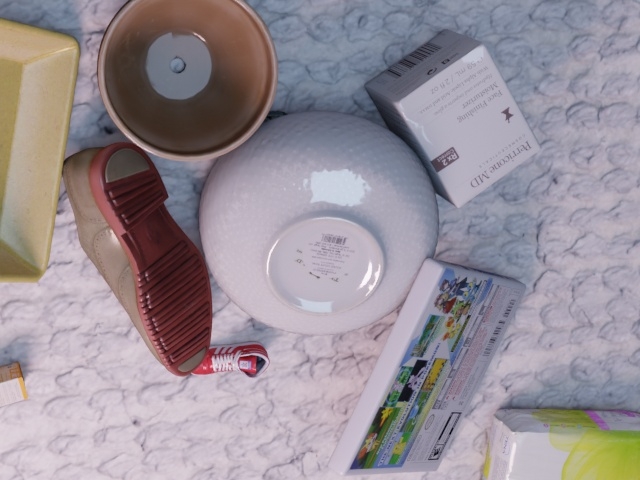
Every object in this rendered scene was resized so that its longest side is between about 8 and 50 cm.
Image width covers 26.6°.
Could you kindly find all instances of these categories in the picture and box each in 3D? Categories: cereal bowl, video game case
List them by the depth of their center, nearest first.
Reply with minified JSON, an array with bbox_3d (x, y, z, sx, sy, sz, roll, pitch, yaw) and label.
[{"bbox_3d":[0.000,0.000,1.860,0.338,0.141,0.339,-1,123,-2],"label":"cereal bowl"},{"bbox_3d":[0.162,0.192,1.984,0.300,0.036,0.329,13,104,-58],"label":"video game case"}]

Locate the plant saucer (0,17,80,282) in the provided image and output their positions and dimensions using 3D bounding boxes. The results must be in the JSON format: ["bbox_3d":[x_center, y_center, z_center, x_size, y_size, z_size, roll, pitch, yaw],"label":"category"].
[{"bbox_3d":[-0.455,-0.118,1.687,0.333,0.081,0.333,4,97,-61],"label":"plant saucer"}]

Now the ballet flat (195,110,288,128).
[{"bbox_3d":[-0.120,-0.147,1.878,0.188,0.070,0.070,-11,108,-13],"label":"ballet flat"}]

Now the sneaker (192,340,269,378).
[{"bbox_3d":[-0.131,0.178,1.964,0.118,0.067,0.042,-13,108,-13],"label":"sneaker"}]

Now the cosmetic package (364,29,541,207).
[{"bbox_3d":[0.185,-0.174,1.915,0.151,0.151,0.184,-35,112,-4],"label":"cosmetic package"}]

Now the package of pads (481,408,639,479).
[{"bbox_3d":[0.403,0.384,2.166,0.296,0.101,0.229,3,105,-18],"label":"package of pads"}]

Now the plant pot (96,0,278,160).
[{"bbox_3d":[-0.183,-0.230,1.808,0.237,0.110,0.237,-4,104,-15],"label":"plant pot"}]

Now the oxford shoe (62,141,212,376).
[{"bbox_3d":[-0.250,0.025,1.866,0.123,0.130,0.348,-34,115,-41],"label":"oxford shoe"}]

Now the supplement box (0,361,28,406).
[{"bbox_3d":[-0.459,0.206,1.876,0.098,0.062,0.036,-16,110,-13],"label":"supplement box"}]
